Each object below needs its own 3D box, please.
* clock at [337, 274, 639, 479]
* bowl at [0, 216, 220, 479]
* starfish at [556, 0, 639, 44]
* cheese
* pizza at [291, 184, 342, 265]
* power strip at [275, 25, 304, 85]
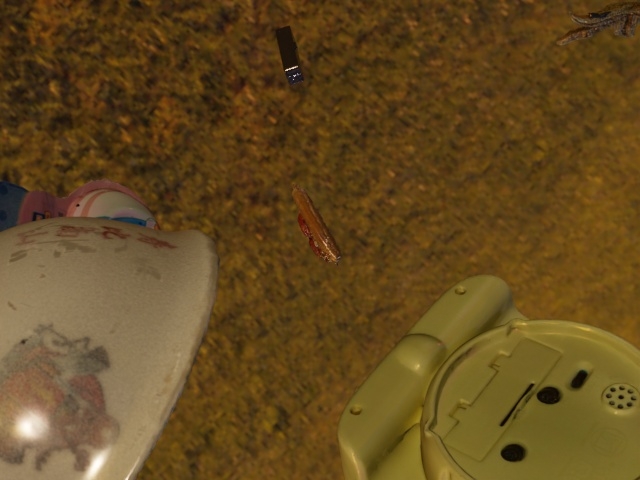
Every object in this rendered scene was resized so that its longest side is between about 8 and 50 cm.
[{"bbox_3d":[0.188,0.162,0.844,0.235,0.308,0.096,-44,142,-34],"label":"clock"},{"bbox_3d":[-0.299,0.122,0.945,0.196,0.435,0.435,35,99,-21],"label":"bowl"},{"bbox_3d":[0.445,-0.313,1.527,0.176,0.208,0.053,14,76,-79],"label":"starfish"},{"bbox_3d":[-0.290,0.004,1.331,0.074,0.189,0.286,-16,155,37],"label":"cheese"},{"bbox_3d":[-0.002,-0.002,1.172,0.029,0.099,0.100,-31,120,3],"label":"pizza"},{"bbox_3d":[-0.050,-0.302,1.725,0.029,0.111,0.038,-17,141,5],"label":"power strip"}]
